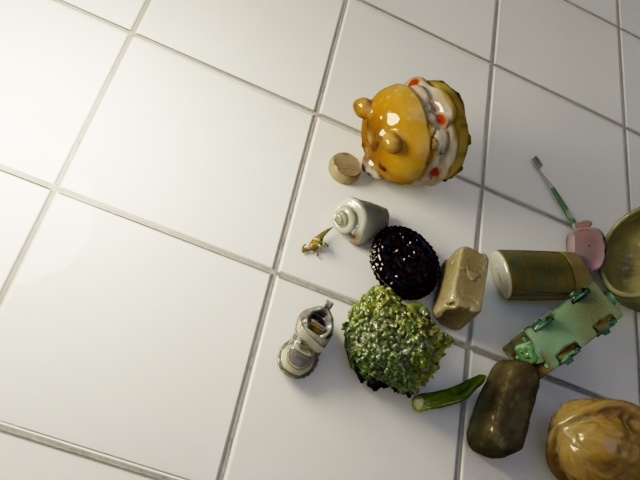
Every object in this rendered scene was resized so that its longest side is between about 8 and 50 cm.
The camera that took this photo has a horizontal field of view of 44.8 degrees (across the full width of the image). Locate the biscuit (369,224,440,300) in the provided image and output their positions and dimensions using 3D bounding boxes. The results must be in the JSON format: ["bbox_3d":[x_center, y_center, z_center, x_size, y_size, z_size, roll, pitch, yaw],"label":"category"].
[{"bbox_3d":[0.202,0.052,1.856,0.194,0.053,0.195,12,57,-20],"label":"biscuit"}]

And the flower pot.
[{"bbox_3d":[0.925,0.066,2.059,0.244,0.307,0.308,28,51,-29],"label":"flower pot"}]

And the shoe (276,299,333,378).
[{"bbox_3d":[-0.019,0.206,1.633,0.089,0.092,0.180,33,53,-5],"label":"shoe"}]

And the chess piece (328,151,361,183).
[{"bbox_3d":[0.061,-0.181,1.940,0.083,0.038,0.084,11,57,-17],"label":"chess piece"}]

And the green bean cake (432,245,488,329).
[{"bbox_3d":[0.333,0.111,1.849,0.085,0.109,0.179,26,54,-9],"label":"green bean cake"}]

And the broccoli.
[{"bbox_3d":[0.189,0.192,1.686,0.242,0.180,0.273,47,53,8],"label":"broccoli"}]

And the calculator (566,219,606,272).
[{"bbox_3d":[0.723,0.014,2.113,0.103,0.024,0.166,-8,57,18],"label":"calculator"}]

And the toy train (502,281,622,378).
[{"bbox_3d":[0.591,0.221,1.879,0.326,0.159,0.129,-27,73,-31],"label":"toy train"}]

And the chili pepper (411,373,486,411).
[{"bbox_3d":[0.286,0.342,1.723,0.201,0.052,0.050,-11,96,-32],"label":"chili pepper"}]

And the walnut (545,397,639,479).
[{"bbox_3d":[0.622,0.456,1.710,0.257,0.257,0.224,22,21,-12],"label":"walnut"}]

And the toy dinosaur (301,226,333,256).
[{"bbox_3d":[0.002,0.003,1.805,0.113,0.026,0.041,-36,64,-28],"label":"toy dinosaur"}]

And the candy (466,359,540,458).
[{"bbox_3d":[0.410,0.373,1.733,0.102,0.104,0.234,34,53,-9],"label":"candy"}]

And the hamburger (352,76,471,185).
[{"bbox_3d":[0.212,-0.261,1.924,0.236,0.276,0.276,-10,66,-29],"label":"hamburger"}]

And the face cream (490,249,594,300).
[{"bbox_3d":[0.579,0.090,2.005,0.285,0.067,0.139,2,62,-24],"label":"face cream"}]

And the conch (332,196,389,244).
[{"bbox_3d":[0.097,-0.049,1.867,0.176,0.094,0.104,8,40,-55],"label":"conch"}]

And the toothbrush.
[{"bbox_3d":[0.672,-0.132,2.215,0.018,0.024,0.257,-14,70,-31],"label":"toothbrush"}]
